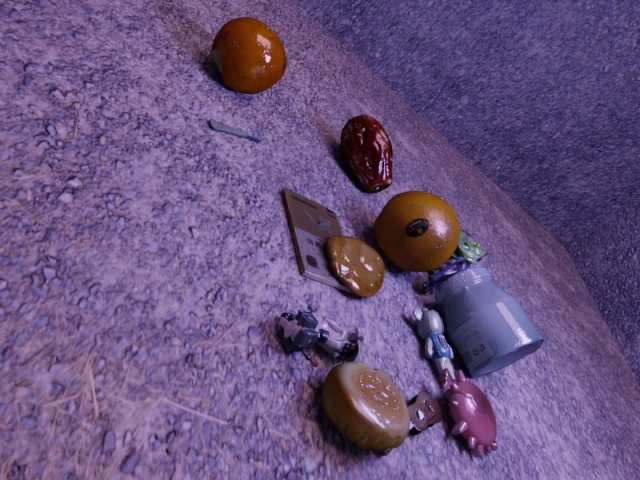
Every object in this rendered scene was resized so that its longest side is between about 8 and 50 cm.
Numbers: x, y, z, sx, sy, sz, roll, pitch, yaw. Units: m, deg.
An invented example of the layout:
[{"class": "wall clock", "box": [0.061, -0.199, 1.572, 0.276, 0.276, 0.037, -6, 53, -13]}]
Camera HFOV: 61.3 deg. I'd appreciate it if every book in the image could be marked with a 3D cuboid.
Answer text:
[{"class": "book", "box": [0.000, 0.000, 1.522, 0.217, 0.021, 0.310, 23, 38, -38]}]

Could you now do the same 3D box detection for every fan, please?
[{"class": "fan", "box": [-0.246, -0.315, 1.577, 0.193, 0.016, 0.038, 10, 49, -47]}]

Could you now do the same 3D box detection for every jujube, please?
[{"class": "jujube", "box": [0.174, -0.319, 1.995, 0.197, 0.197, 0.290, 1, 68, -54]}]

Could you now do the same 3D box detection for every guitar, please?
[{"class": "guitar", "box": [0.198, 0.431, 1.248, 0.271, 0.038, 0.084, -13, 60, -53]}]

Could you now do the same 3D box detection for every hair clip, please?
[{"class": "hair clip", "box": [0.413, 0.125, 1.790, 0.195, 0.124, 0.052, -22, 45, -25]}]

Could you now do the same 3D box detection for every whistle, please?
[{"class": "whistle", "box": [0.333, 0.302, 1.562, 0.114, 0.077, 0.235, 12, 50, -37]}]

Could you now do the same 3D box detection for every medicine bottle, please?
[{"class": "medicine bottle", "box": [0.510, 0.246, 1.688, 0.245, 0.245, 0.290, 10, 47, -49]}]

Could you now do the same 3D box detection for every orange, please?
[{"class": "orange", "box": [-0.230, -0.589, 1.729, 0.240, 0.240, 0.240, 34, 32, -24]}, {"class": "orange", "box": [0.309, -0.031, 1.740, 0.274, 0.274, 0.274, 34, 32, -24]}]

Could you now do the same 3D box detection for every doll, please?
[{"class": "doll", "box": [0.396, 0.451, 1.433, 0.262, 0.093, 0.211, 50, 34, -13]}]

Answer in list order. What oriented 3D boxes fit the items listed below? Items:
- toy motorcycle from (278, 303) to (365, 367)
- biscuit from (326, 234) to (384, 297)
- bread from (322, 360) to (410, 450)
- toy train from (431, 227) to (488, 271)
[{"class": "toy motorcycle", "box": [0.009, 0.213, 1.203, 0.221, 0.102, 0.150, 18, 20, -47]}, {"class": "biscuit", "box": [0.109, 0.065, 1.531, 0.260, 0.041, 0.203, -5, 59, -55]}, {"class": "bread", "box": [0.093, 0.350, 1.128, 0.213, 0.105, 0.213, 37, 21, -16]}, {"class": "toy train", "box": [0.485, 0.053, 1.975, 0.188, 0.159, 0.272, 38, 26, 17]}]
